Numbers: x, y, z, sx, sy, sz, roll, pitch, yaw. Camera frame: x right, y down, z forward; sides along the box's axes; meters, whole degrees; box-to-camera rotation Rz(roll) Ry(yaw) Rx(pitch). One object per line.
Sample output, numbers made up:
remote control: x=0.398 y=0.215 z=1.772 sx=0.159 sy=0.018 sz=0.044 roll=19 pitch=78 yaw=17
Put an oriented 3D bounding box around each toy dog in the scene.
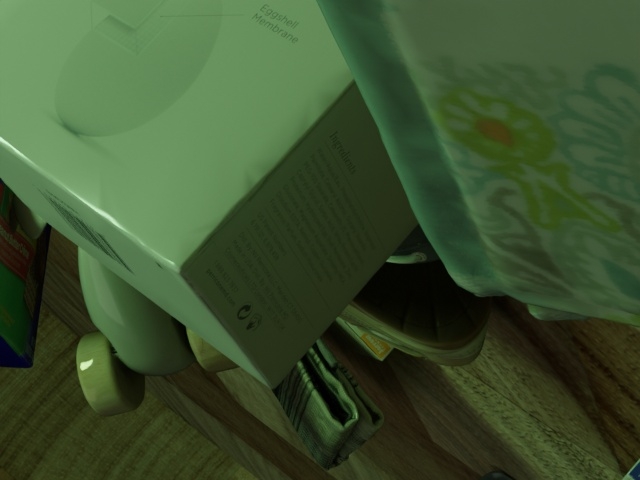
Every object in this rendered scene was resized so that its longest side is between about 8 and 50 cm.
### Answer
toy dog: x=-0.176 y=-0.004 z=1.505 sx=0.161 sy=0.220 sz=0.333 roll=-89 pitch=-2 yaw=-59

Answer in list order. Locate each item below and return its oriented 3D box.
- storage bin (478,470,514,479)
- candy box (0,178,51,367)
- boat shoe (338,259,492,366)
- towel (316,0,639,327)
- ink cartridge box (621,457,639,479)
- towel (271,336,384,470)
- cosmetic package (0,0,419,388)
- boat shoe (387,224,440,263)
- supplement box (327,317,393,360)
storage bin: x=0.191 y=0.326 z=1.716 sx=0.098 sy=0.135 sz=0.091 roll=32 pitch=174 yaw=38
candy box: x=-0.340 y=-0.061 z=1.605 sx=0.122 sy=0.317 sz=0.268 roll=3 pitch=162 yaw=4
boat shoe: x=0.000 y=0.000 z=1.281 sx=0.302 sy=0.109 sz=0.098 roll=32 pitch=163 yaw=17
towel: x=0.159 y=-0.061 z=0.497 sx=0.321 sy=0.090 sz=0.374 roll=12 pitch=156 yaw=24
ink cartridge box: x=0.276 y=0.219 z=1.293 sx=0.097 sy=0.046 sz=0.207 roll=41 pitch=167 yaw=13
towel: x=-0.046 y=0.080 z=1.667 sx=0.312 sy=0.056 sz=0.324 roll=58 pitch=170 yaw=10
cosmetic package: x=-0.049 y=-0.083 z=0.892 sx=0.224 sy=0.224 sz=0.138 roll=34 pitch=167 yaw=34
boat shoe: x=-0.033 y=-0.012 z=1.152 sx=0.319 sy=0.116 sz=0.099 roll=-11 pitch=132 yaw=42
supplement box: x=0.033 y=0.077 z=1.564 sx=0.062 sy=0.036 sz=0.098 roll=46 pitch=168 yaw=-16
